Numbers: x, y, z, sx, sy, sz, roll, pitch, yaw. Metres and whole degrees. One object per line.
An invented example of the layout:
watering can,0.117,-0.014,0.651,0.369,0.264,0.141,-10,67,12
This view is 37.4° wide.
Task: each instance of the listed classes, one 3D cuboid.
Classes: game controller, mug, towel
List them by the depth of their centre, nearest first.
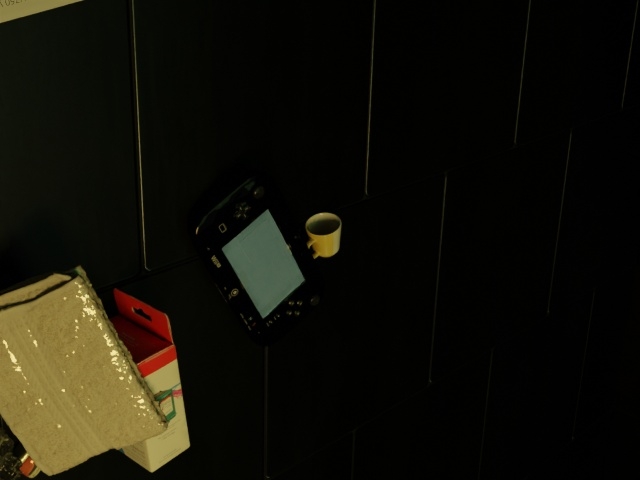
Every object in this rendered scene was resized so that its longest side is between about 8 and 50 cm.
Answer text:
towel,-0.335,0.174,1.228,0.187,0.049,0.282,-21,116,6
game controller,-0.097,0.035,1.535,0.166,0.067,0.319,-49,136,-23
mug,0.001,-0.003,1.645,0.078,0.062,0.064,-19,133,-13

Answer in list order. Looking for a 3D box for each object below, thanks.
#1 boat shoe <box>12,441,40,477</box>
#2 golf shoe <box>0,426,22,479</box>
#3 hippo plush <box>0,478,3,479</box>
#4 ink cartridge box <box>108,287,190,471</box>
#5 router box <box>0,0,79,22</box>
boat shoe,-0.377,0.272,1.329,0.137,0.049,0.043,-50,124,-13
golf shoe,-0.451,0.284,1.242,0.077,0.094,0.198,-49,163,-41
hippo plush,-0.453,0.207,1.082,0.234,0.294,0.236,39,47,-31
ink cartridge box,-0.269,0.198,1.356,0.078,0.134,0.231,-29,126,-39
router box,-0.403,-0.375,0.991,0.335,0.082,0.301,-29,127,-38
